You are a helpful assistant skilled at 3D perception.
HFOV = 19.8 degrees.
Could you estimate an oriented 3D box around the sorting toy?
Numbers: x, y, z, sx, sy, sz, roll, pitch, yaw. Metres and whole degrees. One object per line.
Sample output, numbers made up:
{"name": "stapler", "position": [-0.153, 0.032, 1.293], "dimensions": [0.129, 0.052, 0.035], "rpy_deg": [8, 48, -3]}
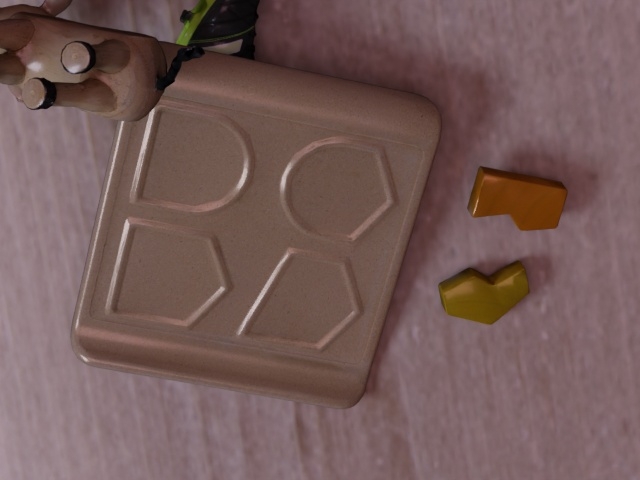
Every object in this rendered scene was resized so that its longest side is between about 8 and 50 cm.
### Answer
{"name": "sorting toy", "position": [0.000, 0.000, 1.254], "dimensions": [0.307, 0.041, 0.229], "rpy_deg": [11, 109, -12]}

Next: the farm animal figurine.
{"name": "farm animal figurine", "position": [-0.245, -0.197, 1.173], "dimensions": [0.327, 0.172, 0.330], "rpy_deg": [-22, 85, 24]}

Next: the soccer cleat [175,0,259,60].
{"name": "soccer cleat", "position": [-0.068, -0.122, 1.239], "dimensions": [0.072, 0.060, 0.179], "rpy_deg": [28, 106, -13]}
